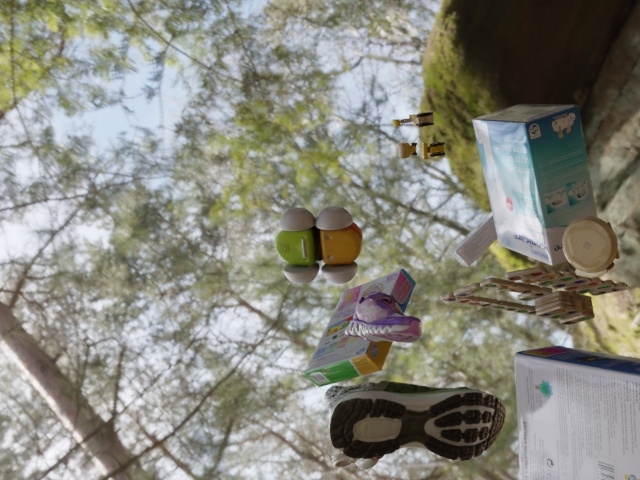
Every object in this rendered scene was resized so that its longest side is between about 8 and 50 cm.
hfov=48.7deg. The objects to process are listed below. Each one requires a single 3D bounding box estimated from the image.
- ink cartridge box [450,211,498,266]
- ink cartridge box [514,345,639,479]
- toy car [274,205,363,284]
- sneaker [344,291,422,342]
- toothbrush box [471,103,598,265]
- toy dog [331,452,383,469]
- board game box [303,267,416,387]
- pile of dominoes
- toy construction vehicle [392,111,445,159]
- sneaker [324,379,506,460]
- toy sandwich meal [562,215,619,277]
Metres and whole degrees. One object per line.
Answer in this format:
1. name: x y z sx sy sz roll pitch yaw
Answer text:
1. ink cartridge box: 0.523 -0.043 2.157 0.296 0.066 0.261 -44 -4 3
2. ink cartridge box: 0.531 0.340 1.208 0.151 0.396 0.269 -4 -88 -30
3. toy car: 0.000 0.000 1.471 0.136 0.182 0.159 -65 -29 -67
4. sneaker: 0.134 0.159 1.496 0.095 0.236 0.104 20 -103 -23
5. toothbrush box: 0.441 -0.122 1.452 0.126 0.216 0.295 -20 -73 -11
6. toy dog: 0.189 0.584 2.208 0.334 0.160 0.220 -36 -42 30
7. board game box: 0.109 0.234 1.910 0.064 0.242 0.316 47 -134 -18
8. pile of dominoes: 0.355 0.100 1.160 0.251 0.040 0.196 10 -24 -32
9. toy construction vehicle: 0.178 -0.190 1.294 0.098 0.035 0.085 -15 -71 -23
10. sneaker: 0.190 0.338 1.455 0.411 0.182 0.157 9 -76 -21
11. toy sandwich meal: 0.370 0.008 0.961 0.029 0.086 0.085 -7 -55 -44
